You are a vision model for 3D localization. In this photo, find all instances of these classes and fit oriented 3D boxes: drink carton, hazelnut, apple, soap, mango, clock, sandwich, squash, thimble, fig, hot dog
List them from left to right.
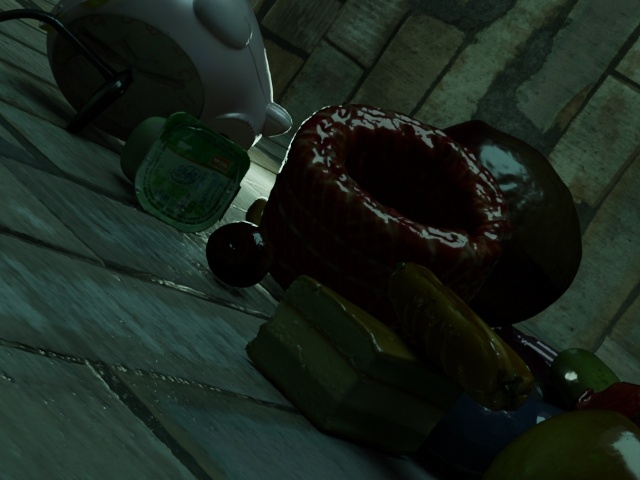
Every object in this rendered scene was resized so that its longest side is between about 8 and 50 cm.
[{"bbox_3d":[-0.207,-0.103,1.843,0.146,0.144,0.142,32,-2,-32],"label":"drink carton"},{"bbox_3d":[-0.240,-0.298,2.142,0.377,0.368,0.250,51,40,-26],"label":"clock"},{"bbox_3d":[-0.099,0.028,1.706,0.089,0.089,0.125,38,-11,19],"label":"fig"},{"bbox_3d":[-0.091,-0.029,2.160,0.080,0.060,0.114,46,8,2],"label":"mango"},{"bbox_3d":[0.042,0.139,1.425,0.187,0.117,0.144,26,15,-48],"label":"sandwich"},{"bbox_3d":[0.093,-0.023,1.898,0.350,0.231,0.350,17,38,-14],"label":"thimble"},{"bbox_3d":[0.146,0.102,1.410,0.115,0.072,0.269,34,6,-25],"label":"hot dog"},{"bbox_3d":[0.279,-0.011,2.470,0.421,0.421,0.353,29,27,-41],"label":"hazelnut"},{"bbox_3d":[0.423,0.266,2.403,0.289,0.112,0.182,37,7,13],"label":"soap"},{"bbox_3d":[0.398,0.228,1.892,0.094,0.094,0.341,34,11,-12],"label":"squash"},{"bbox_3d":[0.250,0.268,1.178,0.237,0.207,0.237,36,9,-6],"label":"apple"}]

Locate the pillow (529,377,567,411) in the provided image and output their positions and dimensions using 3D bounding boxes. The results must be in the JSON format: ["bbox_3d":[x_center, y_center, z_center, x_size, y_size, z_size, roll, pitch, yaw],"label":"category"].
[{"bbox_3d":[0.371,0.313,1.932,0.326,0.101,0.228,38,10,34],"label":"pillow"}]

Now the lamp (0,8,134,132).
[{"bbox_3d":[-0.423,-0.262,1.919,0.283,0.124,0.203,31,18,-12],"label":"lamp"}]

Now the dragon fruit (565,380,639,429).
[{"bbox_3d":[0.337,0.272,1.378,0.241,0.252,0.241,7,-29,4],"label":"dragon fruit"}]

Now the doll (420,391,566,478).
[{"bbox_3d":[0.209,0.234,1.553,0.258,0.154,0.228,27,12,-13],"label":"doll"}]
